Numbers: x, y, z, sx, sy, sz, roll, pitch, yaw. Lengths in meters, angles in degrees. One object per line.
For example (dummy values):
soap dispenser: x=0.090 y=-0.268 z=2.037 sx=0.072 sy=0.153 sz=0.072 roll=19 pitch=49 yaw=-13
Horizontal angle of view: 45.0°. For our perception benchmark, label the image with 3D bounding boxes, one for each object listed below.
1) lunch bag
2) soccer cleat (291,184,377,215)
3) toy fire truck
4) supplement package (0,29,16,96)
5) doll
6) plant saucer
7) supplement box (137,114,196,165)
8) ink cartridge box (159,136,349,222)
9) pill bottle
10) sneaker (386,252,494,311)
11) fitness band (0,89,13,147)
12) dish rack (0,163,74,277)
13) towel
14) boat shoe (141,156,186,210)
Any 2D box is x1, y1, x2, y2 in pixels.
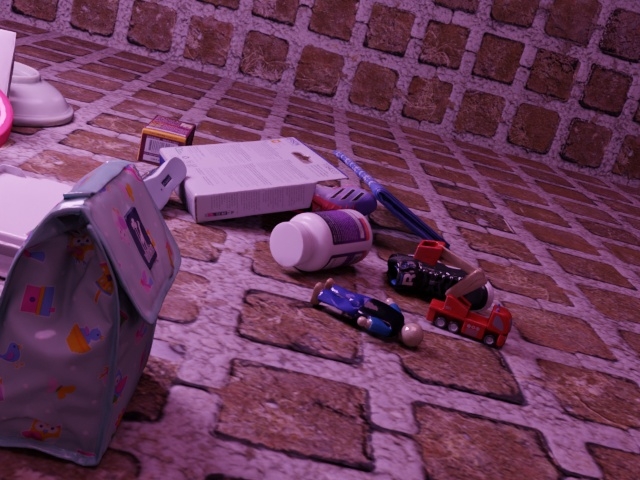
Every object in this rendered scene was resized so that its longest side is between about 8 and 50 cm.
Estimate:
lunch bag: x=-0.240 y=0.056 z=0.799 sx=0.160 sy=0.262 sz=0.223 roll=14 pitch=17 yaw=-5
soccer cleat: x=0.012 y=-0.084 z=1.751 sx=0.248 sy=0.083 sz=0.095 roll=11 pitch=35 yaw=-14
toy fire truck: x=0.242 y=0.088 z=1.315 sx=0.192 sy=0.135 sz=0.047 roll=19 pitch=18 yaw=12
supplement package: x=-0.814 y=-0.369 z=1.641 sx=0.293 sy=0.175 sz=0.177 roll=9 pitch=-9 yaw=-22
doll: x=0.083 y=0.116 z=1.244 sx=0.189 sy=0.046 sz=0.129 roll=24 pitch=21 yaw=26
plant saucer: x=-0.813 y=-0.388 z=1.914 sx=0.401 sy=0.100 sz=0.400 roll=14 pitch=18 yaw=-4
supplement box: x=-0.370 y=-0.239 z=1.869 sx=0.104 sy=0.080 sz=0.188 roll=14 pitch=18 yaw=-6
ink cartridge box: x=-0.152 y=-0.140 z=1.671 sx=0.330 sy=0.071 sz=0.324 roll=-7 pitch=25 yaw=-21
pill bottle: x=0.000 y=0.000 z=1.420 sx=0.108 sy=0.108 sz=0.194 roll=28 pitch=21 yaw=33
sneaker: x=0.203 y=0.081 z=1.418 sx=0.121 sy=0.079 sz=0.217 roll=-1 pitch=16 yaw=-35
fitness band: x=-0.710 y=-0.221 z=1.402 sx=0.291 sy=0.054 sz=0.209 roll=-29 pitch=73 yaw=-43
dish rack: x=-0.466 y=-0.040 z=1.213 sx=0.286 sy=0.072 sz=0.333 roll=15 pitch=17 yaw=0
towel: x=0.156 y=-0.091 z=1.789 sx=0.243 sy=0.040 sz=0.336 roll=39 pitch=6 yaw=-25
boat shoe: x=-0.334 y=-0.093 z=1.505 sx=0.065 sy=0.083 sz=0.183 roll=55 pitch=37 yaw=-17
